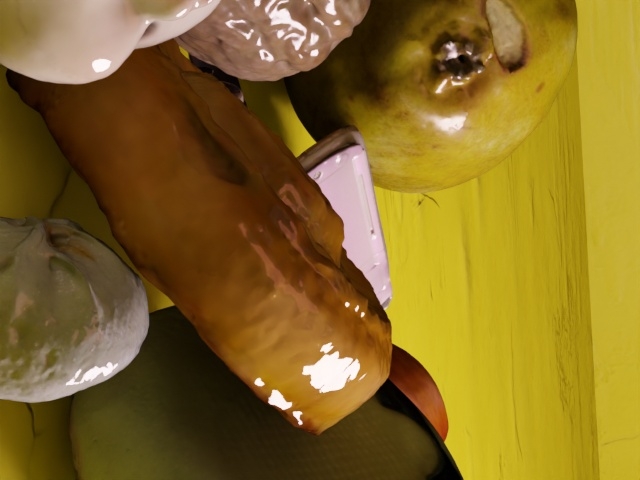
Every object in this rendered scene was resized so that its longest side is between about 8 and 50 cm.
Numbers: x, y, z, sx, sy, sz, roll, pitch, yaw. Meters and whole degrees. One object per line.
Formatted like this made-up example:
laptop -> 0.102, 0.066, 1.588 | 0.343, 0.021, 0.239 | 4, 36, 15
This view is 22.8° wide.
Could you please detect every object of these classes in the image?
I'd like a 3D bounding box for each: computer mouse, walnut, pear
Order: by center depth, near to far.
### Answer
walnut -> -0.052, -0.211, 1.075 | 0.230, 0.178, 0.178 | 37, 55, -55
computer mouse -> 0.000, 0.000, 1.297 | 0.126, 0.056, 0.245 | -39, 148, -16
pear -> 0.088, -0.172, 1.361 | 0.321, 0.269, 0.269 | -92, 175, -70

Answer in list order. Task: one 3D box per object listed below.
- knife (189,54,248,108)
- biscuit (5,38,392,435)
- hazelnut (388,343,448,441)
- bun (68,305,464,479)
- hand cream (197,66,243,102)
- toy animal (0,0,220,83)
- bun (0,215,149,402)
knife -> -0.066, -0.078, 1.252 | 0.060, 0.028, 0.230 | -58, 143, -36
biscuit -> -0.058, -0.024, 0.935 | 0.296, 0.102, 0.296 | 53, 4, -6
hazelnut -> 0.001, 0.145, 1.238 | 0.182, 0.182, 0.182 | 0, 90, -71
bun -> -0.047, 0.185, 1.033 | 0.187, 0.293, 0.293 | -57, 174, 24
hand cream -> -0.080, -0.039, 1.170 | 0.087, 0.054, 0.186 | -69, 159, -60
toy animal -> -0.146, -0.176, 0.715 | 0.310, 0.247, 0.183 | 29, 79, -52
bun -> -0.156, 0.026, 0.801 | 0.141, 0.140, 0.083 | -31, 126, -68
